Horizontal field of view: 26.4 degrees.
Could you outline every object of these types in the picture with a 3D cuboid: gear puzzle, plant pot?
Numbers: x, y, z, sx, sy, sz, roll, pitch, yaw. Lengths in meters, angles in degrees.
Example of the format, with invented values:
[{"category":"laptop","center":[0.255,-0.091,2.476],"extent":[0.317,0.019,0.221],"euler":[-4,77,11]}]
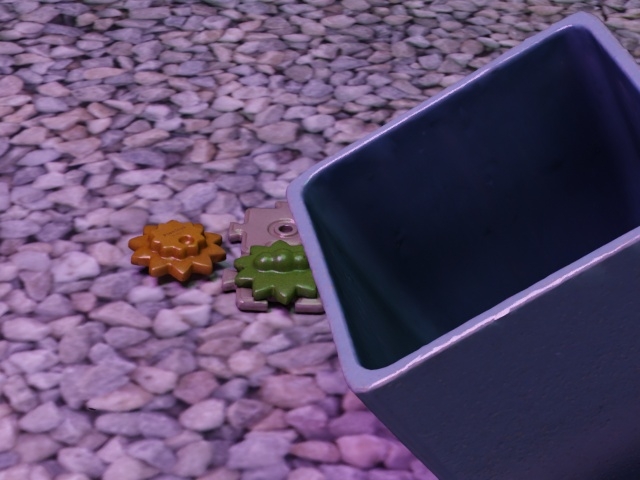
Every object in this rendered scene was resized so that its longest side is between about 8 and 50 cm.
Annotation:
[{"category":"gear puzzle","center":[0.000,0.000,1.203],"extent":[0.338,0.044,0.175],"euler":[2,32,0]},{"category":"plant pot","center":[0.158,0.050,0.917],"extent":[0.247,0.252,0.248],"euler":[-30,33,7]}]
